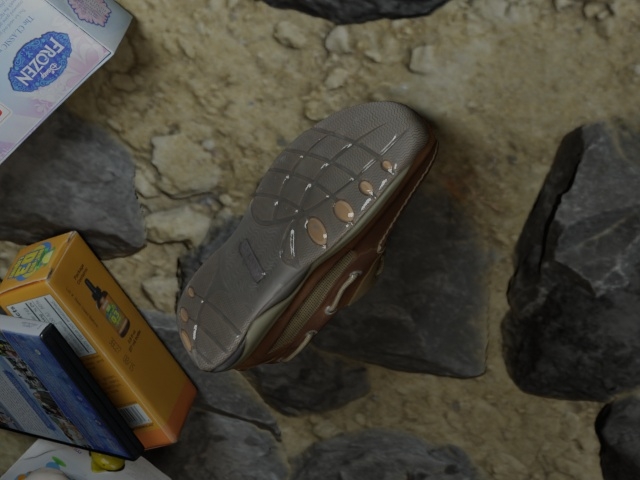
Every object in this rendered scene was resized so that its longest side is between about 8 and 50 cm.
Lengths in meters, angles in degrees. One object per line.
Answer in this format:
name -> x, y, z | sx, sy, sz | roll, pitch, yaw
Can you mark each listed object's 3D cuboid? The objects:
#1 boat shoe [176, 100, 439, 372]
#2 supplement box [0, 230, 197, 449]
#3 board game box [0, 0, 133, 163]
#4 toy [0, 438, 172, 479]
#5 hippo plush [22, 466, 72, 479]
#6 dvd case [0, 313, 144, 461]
boat shoe -> 0.000, 0.000, 1.563 | 0.116, 0.123, 0.324 | 13, 132, -43
supplement box -> -0.220, 0.104, 1.721 | 0.080, 0.078, 0.233 | -14, 124, 30
board game box -> -0.383, -0.191, 1.522 | 0.318, 0.066, 0.318 | 40, 128, -18
toy -> -0.273, 0.269, 1.891 | 0.137, 0.056, 0.237 | 37, 127, -12
hippo plush -> -0.308, 0.416, 1.824 | 0.234, 0.237, 0.294 | -31, 114, 32
dvd case -> -0.303, 0.138, 1.742 | 0.253, 0.022, 0.180 | 5, 137, 44
